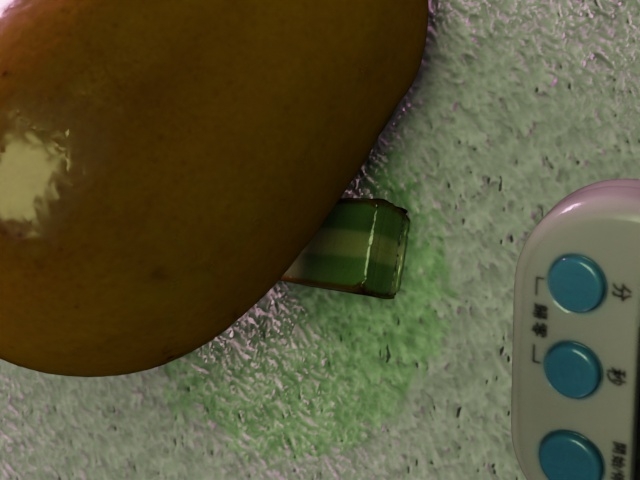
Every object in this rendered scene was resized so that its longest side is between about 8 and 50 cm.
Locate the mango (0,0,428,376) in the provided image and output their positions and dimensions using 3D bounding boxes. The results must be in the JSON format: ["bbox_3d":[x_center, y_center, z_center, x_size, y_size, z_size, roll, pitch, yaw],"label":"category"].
[{"bbox_3d":[-0.110,-0.096,1.187,0.446,0.232,0.300,-40,90,-11],"label":"mango"}]

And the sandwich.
[{"bbox_3d":[0.000,0.000,1.244,0.116,0.074,0.074,8,87,24],"label":"sandwich"}]

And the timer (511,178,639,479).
[{"bbox_3d":[0.247,0.089,1.078,0.237,0.087,0.262,10,116,24],"label":"timer"}]
